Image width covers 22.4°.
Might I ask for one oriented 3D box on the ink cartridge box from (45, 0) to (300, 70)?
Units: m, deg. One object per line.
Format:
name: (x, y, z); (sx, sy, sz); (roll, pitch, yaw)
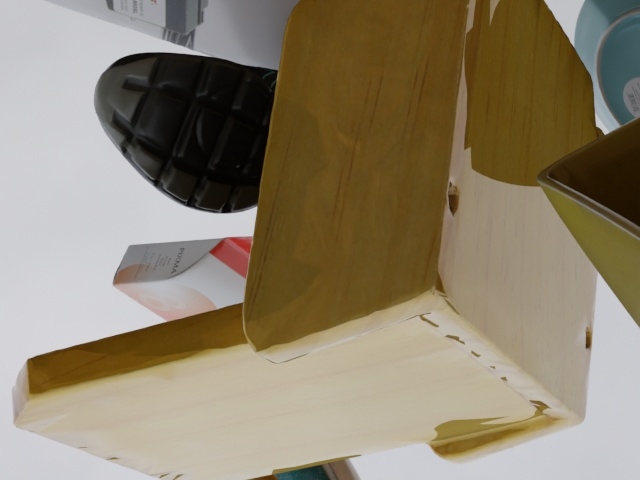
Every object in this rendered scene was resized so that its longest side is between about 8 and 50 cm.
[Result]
ink cartridge box: (-0.090, -0.296, 1.205); (0.395, 0.166, 0.285); (18, -134, -5)

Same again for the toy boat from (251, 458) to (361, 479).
toy boat: (-0.022, 0.228, 1.594); (0.148, 0.318, 0.267); (-17, -117, -44)

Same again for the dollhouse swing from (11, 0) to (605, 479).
dollhouse swing: (0.000, 0.000, 1.090); (0.305, 0.315, 0.347); (0, 163, 24)

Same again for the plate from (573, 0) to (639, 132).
plate: (0.263, -0.118, 1.190); (0.188, 0.188, 0.024); (19, -137, 35)

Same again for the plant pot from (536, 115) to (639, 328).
plant pot: (0.234, 0.021, 0.593); (0.212, 0.187, 0.212); (-28, -169, 0)

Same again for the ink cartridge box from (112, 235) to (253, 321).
ink cartridge box: (-0.057, 0.051, 1.301); (0.179, 0.145, 0.045); (-1, -120, 45)

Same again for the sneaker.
sneaker: (-0.045, -0.070, 1.103); (0.267, 0.101, 0.106); (16, -166, -36)
